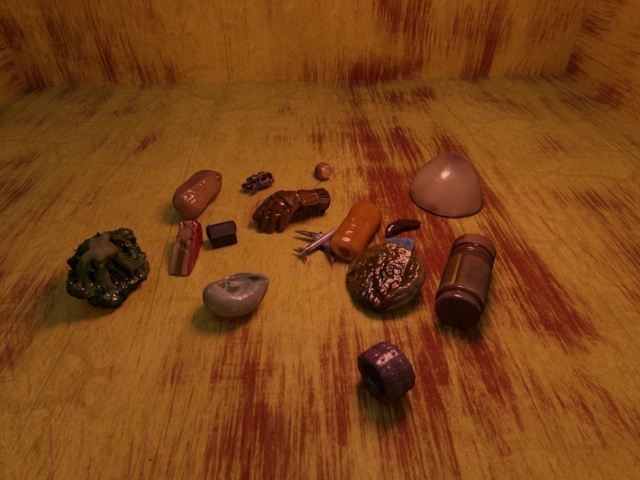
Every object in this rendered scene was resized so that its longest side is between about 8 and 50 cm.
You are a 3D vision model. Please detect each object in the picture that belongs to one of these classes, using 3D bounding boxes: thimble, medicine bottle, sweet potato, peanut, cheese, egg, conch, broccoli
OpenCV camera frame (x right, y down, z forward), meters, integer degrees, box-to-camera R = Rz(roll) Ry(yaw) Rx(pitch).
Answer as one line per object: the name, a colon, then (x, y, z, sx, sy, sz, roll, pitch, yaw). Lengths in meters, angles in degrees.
thimble: (0.177, 0.358, 1.103, 0.097, 0.150, 0.150, -24, 46, -27)
medicine bottle: (0.487, 0.128, 1.357, 0.151, 0.151, 0.322, 17, 44, 19)
sweet potato: (0.333, -0.061, 1.659, 0.182, 0.053, 0.054, -16, 4, -21)
peanut: (-0.537, -0.212, 1.780, 0.152, 0.152, 0.313, 11, 42, 13)
cheese: (0.307, 0.072, 1.501, 0.135, 0.052, 0.245, 2, 41, 1)
egg: (0.010, -0.339, 1.964, 0.080, 0.080, 0.096, -28, 34, -28)
conch: (-0.275, 0.173, 1.340, 0.220, 0.121, 0.185, -10, 43, -17)
egg: (0.560, -0.270, 1.786, 0.336, 0.201, 0.337, -2, 41, 2)
broccoli: (-0.725, 0.078, 1.379, 0.264, 0.245, 0.295, 16, 65, -8)

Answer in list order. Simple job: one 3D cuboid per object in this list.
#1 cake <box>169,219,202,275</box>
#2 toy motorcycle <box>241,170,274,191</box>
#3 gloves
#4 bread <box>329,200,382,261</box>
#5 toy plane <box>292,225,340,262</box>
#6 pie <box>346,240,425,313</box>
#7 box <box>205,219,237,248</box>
cake: (-0.509, 0.038, 1.565, 0.086, 0.117, 0.221, 0, 73, 5)
toy motorcycle: (-0.280, -0.281, 1.914, 0.124, 0.061, 0.193, 9, 33, 22)
gloves: (-0.125, -0.144, 1.692, 0.330, 0.141, 0.154, -17, 44, -17)
bread: (0.149, -0.046, 1.591, 0.141, 0.091, 0.305, 32, 47, 3)
toy plane: (-0.001, 0.003, 1.580, 0.226, 0.058, 0.226, -27, 50, -33)
pie: (0.218, 0.116, 1.393, 0.276, 0.079, 0.277, -9, 54, 12)
box: (-0.385, -0.021, 1.601, 0.122, 0.084, 0.069, -15, 50, -14)
